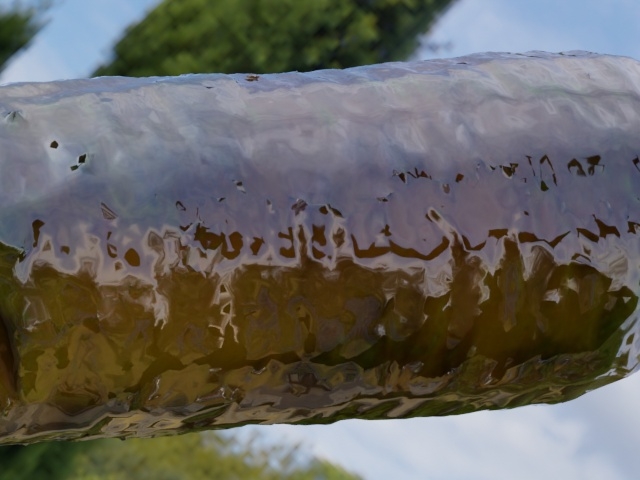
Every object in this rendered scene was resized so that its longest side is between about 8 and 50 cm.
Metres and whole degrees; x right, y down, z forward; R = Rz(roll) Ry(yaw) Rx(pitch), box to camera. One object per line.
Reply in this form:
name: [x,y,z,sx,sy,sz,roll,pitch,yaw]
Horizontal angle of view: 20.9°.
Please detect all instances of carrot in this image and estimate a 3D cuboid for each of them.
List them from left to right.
carrot: [0.000,0.000,0.507,0.114,0.302,0.114,15,-73,60]
